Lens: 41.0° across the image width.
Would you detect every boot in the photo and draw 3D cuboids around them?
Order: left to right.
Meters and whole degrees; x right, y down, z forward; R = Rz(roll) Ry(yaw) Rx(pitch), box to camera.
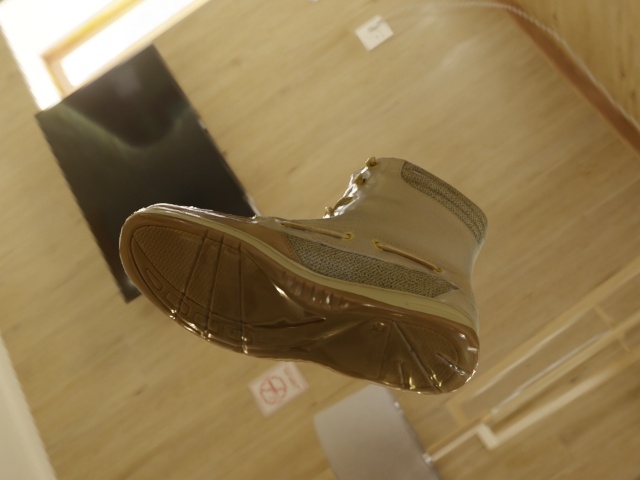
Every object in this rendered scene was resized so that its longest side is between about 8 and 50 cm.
[{"bbox_3d":[0.000,0.000,0.537,0.213,0.077,0.165,17,-145,4],"label":"boot"}]
